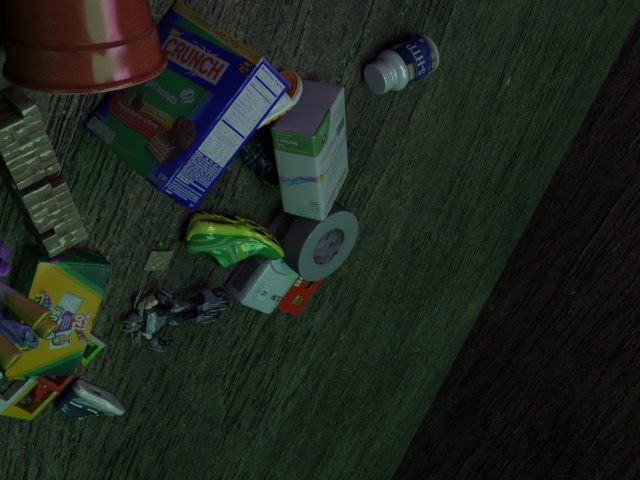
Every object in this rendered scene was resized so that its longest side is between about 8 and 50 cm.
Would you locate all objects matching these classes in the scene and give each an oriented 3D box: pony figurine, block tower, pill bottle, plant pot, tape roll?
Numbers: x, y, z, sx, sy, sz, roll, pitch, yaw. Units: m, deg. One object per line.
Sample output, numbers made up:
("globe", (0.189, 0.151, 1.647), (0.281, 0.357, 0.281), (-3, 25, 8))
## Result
("pony figurine", (-0.618, 0.053, 1.345), (0.303, 0.363, 0.351), (-48, -178, -18))
("block tower", (-0.545, -0.122, 1.504), (0.097, 0.091, 0.335), (-34, 142, -26))
("pill bottle", (0.208, -0.455, 2.067), (0.187, 0.112, 0.112), (-33, 143, -26))
("plant pot", (-0.395, -0.409, 1.277), (0.273, 0.272, 0.264), (-25, 131, -34))
("tape roll", (0.000, 0.000, 2.134), (0.219, 0.072, 0.219), (-32, 141, -30))

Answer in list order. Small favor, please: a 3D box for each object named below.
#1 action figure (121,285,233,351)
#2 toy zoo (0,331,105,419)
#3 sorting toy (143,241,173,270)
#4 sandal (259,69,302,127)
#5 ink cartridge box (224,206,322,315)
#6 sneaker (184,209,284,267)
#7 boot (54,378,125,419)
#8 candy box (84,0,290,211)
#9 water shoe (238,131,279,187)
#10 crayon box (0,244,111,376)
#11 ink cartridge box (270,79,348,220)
("action figure", (-0.371, 0.186, 2.002), (0.285, 0.099, 0.185), (-13, 140, -38))
("toy zoo", (-0.656, 0.305, 1.830), (0.293, 0.030, 0.192), (-46, 146, -8))
("sorting toy", (-0.387, 0.037, 1.914), (0.062, 0.012, 0.083), (3, 122, -46))
("sandal", (-0.151, -0.305, 1.790), (0.265, 0.102, 0.076), (-42, 148, -11))
("ink cartridge box", (-0.058, 0.079, 2.278), (0.308, 0.091, 0.385), (-55, 145, 4))
("sneaker", (-0.222, 0.006, 2.004), (0.296, 0.109, 0.123), (15, 115, -41))
("boot", (-0.583, 0.417, 2.006), (0.086, 0.069, 0.190), (-43, 138, -1))
("candy box", (-0.262, -0.264, 1.545), (0.317, 0.268, 0.122), (-52, 151, 0))
("water shoe", (-0.146, -0.203, 1.911), (0.073, 0.080, 0.203), (-47, 147, -7))
("crayon box", (-0.575, 0.153, 1.700), (0.165, 0.081, 0.278), (7, 111, -43))
("ink cartridge box", (-0.020, -0.219, 1.950), (0.278, 0.117, 0.201), (84, 25, -47))
